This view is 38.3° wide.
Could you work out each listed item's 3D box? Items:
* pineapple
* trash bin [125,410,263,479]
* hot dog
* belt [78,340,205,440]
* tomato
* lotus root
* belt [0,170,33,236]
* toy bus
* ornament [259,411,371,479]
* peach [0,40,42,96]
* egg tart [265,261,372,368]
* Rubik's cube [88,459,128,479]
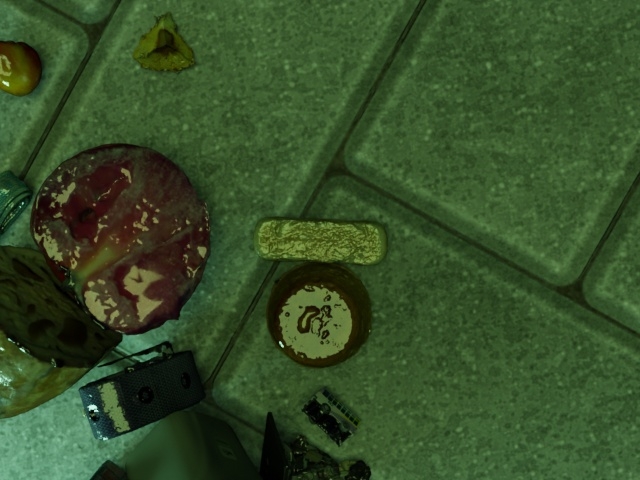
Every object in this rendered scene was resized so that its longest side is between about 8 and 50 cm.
[{"bbox_3d":[-0.288,-0.371,1.689,0.114,0.077,0.114,-2,77,-1],"label":"pineapple"},{"bbox_3d":[-0.198,0.438,1.538,0.219,0.220,0.250,-47,44,10],"label":"trash bin"},{"bbox_3d":[0.000,0.000,1.671,0.242,0.073,0.084,1,95,1],"label":"hot dog"},{"bbox_3d":[-0.314,0.259,1.627,0.139,0.230,0.126,-18,89,41],"label":"belt"},{"bbox_3d":[-0.346,0.001,1.648,0.289,0.176,0.335,-39,93,-17],"label":"tomato"},{"bbox_3d":[-0.553,0.168,1.607,0.250,0.316,0.316,-40,88,11],"label":"lotus root"},{"bbox_3d":[-0.650,0.002,1.702,0.072,0.087,0.302,40,93,-1],"label":"belt"},{"bbox_3d":[0.019,0.318,1.679,0.102,0.058,0.052,44,121,3],"label":"toy bus"},{"bbox_3d":[0.002,0.404,1.653,0.196,0.166,0.153,1,118,-17],"label":"ornament"},{"bbox_3d":[-0.563,-0.316,1.692,0.100,0.101,0.101,0,91,3],"label":"peach"},{"bbox_3d":[-0.008,0.135,1.637,0.202,0.147,0.203,0,89,5],"label":"egg tart"},{"bbox_3d":[-0.385,0.571,1.619,0.238,0.237,0.237,41,96,1],"label":"Rubik's cube"}]
